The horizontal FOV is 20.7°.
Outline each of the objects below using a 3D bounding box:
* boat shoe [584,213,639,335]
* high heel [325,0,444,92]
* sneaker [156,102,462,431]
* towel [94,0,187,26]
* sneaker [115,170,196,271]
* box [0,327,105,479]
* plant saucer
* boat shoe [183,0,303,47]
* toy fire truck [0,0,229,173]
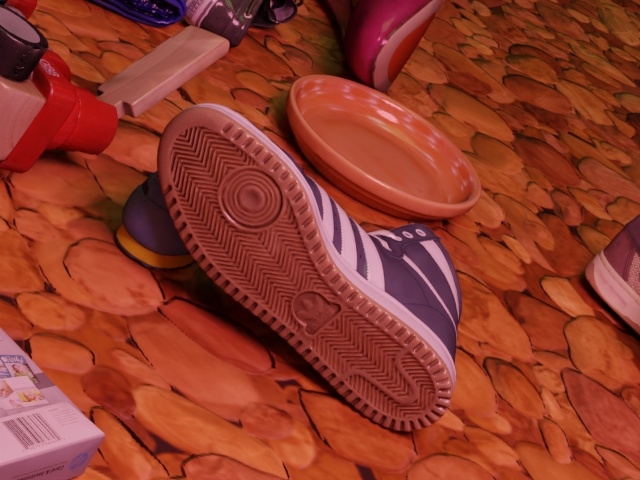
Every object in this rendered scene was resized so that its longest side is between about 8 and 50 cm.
[{"bbox_3d":[0.370,0.085,1.579,0.285,0.092,0.103,42,26,19],"label":"boat shoe"},{"bbox_3d":[0.027,-0.255,1.795,0.181,0.127,0.377,32,14,-1],"label":"high heel"},{"bbox_3d":[0.000,0.000,1.276,0.282,0.099,0.153,49,25,-10],"label":"sneaker"},{"bbox_3d":[-0.250,-0.333,1.679,0.228,0.076,0.308,18,28,-28],"label":"towel"},{"bbox_3d":[-0.077,-0.040,1.332,0.069,0.082,0.209,35,24,13],"label":"sneaker"},{"bbox_3d":[-0.235,0.076,0.998,0.186,0.038,0.145,43,28,22],"label":"box"},{"bbox_3d":[0.053,-0.080,1.597,0.200,0.037,0.200,26,26,-14],"label":"plant saucer"},{"bbox_3d":[-0.057,-0.243,1.730,0.076,0.080,0.228,39,27,3],"label":"boat shoe"},{"bbox_3d":[-0.216,-0.149,1.323,0.246,0.158,0.217,17,26,-53],"label":"toy fire truck"}]
